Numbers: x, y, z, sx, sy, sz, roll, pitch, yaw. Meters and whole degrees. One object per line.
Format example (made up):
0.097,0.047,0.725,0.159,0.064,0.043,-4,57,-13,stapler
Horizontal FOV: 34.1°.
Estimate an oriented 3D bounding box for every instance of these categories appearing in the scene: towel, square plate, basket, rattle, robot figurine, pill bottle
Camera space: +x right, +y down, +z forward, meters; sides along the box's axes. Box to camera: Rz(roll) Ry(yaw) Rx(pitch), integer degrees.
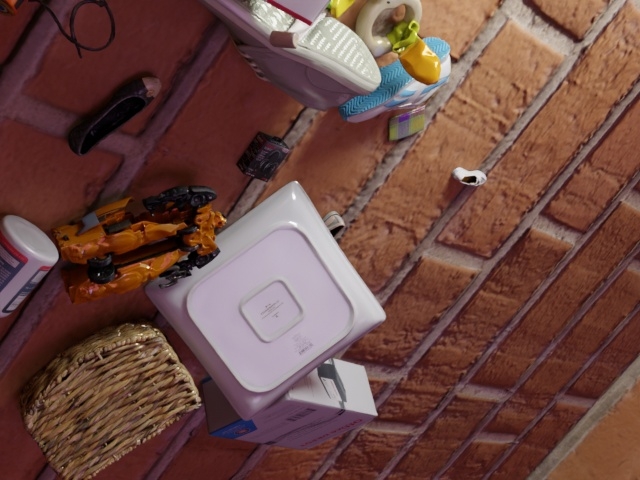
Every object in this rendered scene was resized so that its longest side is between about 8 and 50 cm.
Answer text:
0.165,-0.222,1.991,0.083,0.009,0.060,-23,140,-19,towel
-0.091,0.122,1.955,0.347,0.049,0.344,-36,109,-5,square plate
-0.408,0.272,1.951,0.299,0.223,0.213,-33,109,-8,basket
0.126,-0.364,1.718,0.130,0.142,0.199,-11,144,-5,rattle
-0.300,-0.003,1.770,0.291,0.085,0.211,-20,139,-22,robot figurine
-0.509,0.058,1.640,0.180,0.108,0.108,-46,142,9,pill bottle

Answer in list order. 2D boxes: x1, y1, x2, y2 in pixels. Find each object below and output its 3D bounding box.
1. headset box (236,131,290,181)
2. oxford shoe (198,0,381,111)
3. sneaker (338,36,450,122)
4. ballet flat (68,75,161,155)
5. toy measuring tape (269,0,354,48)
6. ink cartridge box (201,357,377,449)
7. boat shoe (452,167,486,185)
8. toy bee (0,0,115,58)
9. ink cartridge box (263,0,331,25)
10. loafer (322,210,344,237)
-0.098,-0.149,1.830,0.062,0.032,0.083,18,117,-47,headset box
-0.076,-0.312,1.597,0.130,0.169,0.449,-30,148,26,oxford shoe
0.138,-0.267,1.863,0.229,0.087,0.092,-30,144,-9,sneaker
-0.311,-0.189,1.601,0.173,0.049,0.057,-39,143,-1,ballet flat
-0.001,-0.384,1.523,0.330,0.121,0.121,-55,167,-55,toy measuring tape
-0.064,0.337,2.212,0.223,0.129,0.307,-29,149,28,ink cartridge box
0.319,-0.128,2.191,0.100,0.035,0.035,12,120,-45,boat shoe
-0.425,-0.330,1.299,0.195,0.162,0.298,-41,113,-23,toy bee
-0.093,-0.415,1.400,0.172,0.237,0.100,18,119,-47,ink cartridge box
0.000,0.000,2.054,0.045,0.039,0.125,19,114,-49,loafer
